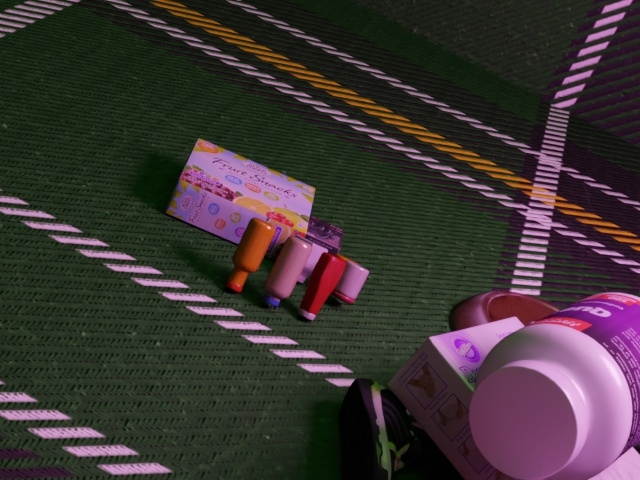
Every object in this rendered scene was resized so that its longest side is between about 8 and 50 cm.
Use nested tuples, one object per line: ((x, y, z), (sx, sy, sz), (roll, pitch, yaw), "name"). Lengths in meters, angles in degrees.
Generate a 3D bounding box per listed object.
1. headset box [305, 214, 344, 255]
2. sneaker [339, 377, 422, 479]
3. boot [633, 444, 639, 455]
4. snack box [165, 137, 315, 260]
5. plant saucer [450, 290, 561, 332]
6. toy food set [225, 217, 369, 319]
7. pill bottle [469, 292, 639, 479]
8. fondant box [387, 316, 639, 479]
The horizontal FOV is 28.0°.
((0.000, 0.000, 2.019), (0.062, 0.032, 0.083), (25, 23, -4), "headset box")
((0.085, 0.243, 1.558), (0.097, 0.084, 0.234), (22, 25, -12), "sneaker")
((0.494, 0.344, 1.809), (0.121, 0.045, 0.099), (26, 28, -1), "boot")
((-0.119, -0.062, 1.980), (0.207, 0.070, 0.174), (25, 25, -6), "snack box")
((0.352, 0.168, 2.014), (0.311, 0.050, 0.310), (22, 24, -10), "plant saucer")
((-0.024, 0.056, 1.849), (0.111, 0.104, 0.232), (28, 3, 38), "toy food set")
((0.295, 0.170, 1.481), (0.181, 0.181, 0.323), (37, 24, 22), "pill bottle")
((0.272, 0.257, 1.623), (0.330, 0.096, 0.238), (49, 29, 22), "fondant box")
